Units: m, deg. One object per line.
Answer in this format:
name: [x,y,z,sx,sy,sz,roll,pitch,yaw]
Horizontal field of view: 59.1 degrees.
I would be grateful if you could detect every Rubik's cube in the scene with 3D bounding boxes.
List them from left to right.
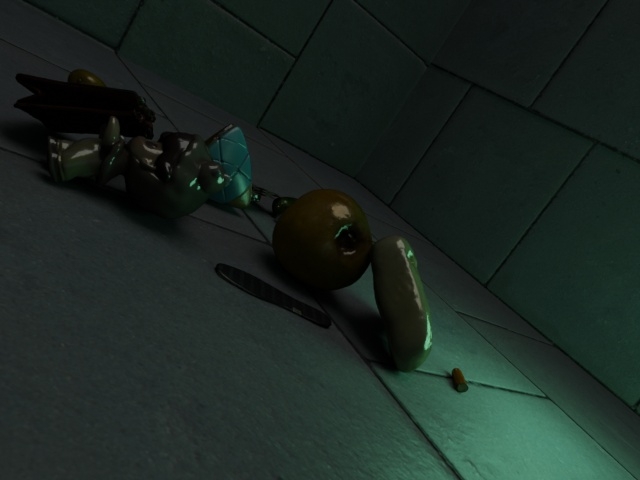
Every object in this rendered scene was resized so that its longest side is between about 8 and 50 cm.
Rubik's cube: [-0.305,-0.178,1.663,0.254,0.254,0.254,31,13,-8]

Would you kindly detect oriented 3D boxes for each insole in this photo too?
insole: [-0.105,0.128,1.305,0.309,0.012,0.110,29,12,-16]

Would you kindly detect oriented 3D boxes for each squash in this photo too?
squash: [-0.075,-0.108,2.066,0.087,0.087,0.331,40,15,28]

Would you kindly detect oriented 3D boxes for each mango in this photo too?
mango: [-0.759,-0.506,1.857,0.130,0.092,0.195,31,9,-5]

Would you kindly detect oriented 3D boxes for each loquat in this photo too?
loquat: [0.000,0.000,1.514,0.274,0.275,0.275,31,13,-8]

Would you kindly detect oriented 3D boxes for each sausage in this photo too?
sausage: [0.371,0.371,1.516,0.031,0.031,0.107,32,12,-5]

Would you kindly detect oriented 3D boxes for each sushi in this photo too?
sushi: [-0.258,-0.166,1.907,0.210,0.040,0.192,25,13,27]

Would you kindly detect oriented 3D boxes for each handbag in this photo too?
handbag: [-0.539,-0.306,1.324,0.275,0.084,0.260,7,-3,-9]

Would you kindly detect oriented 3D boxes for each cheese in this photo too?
cheese: [0.219,0.206,1.459,0.351,0.129,0.328,69,12,-51]

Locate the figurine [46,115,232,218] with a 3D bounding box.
figurine: [-0.402,-0.157,1.259,0.380,0.203,0.248,7,1,-28]

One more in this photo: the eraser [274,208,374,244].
eraser: [0.030,-0.023,2.012,0.213,0.082,0.396,42,15,28]
